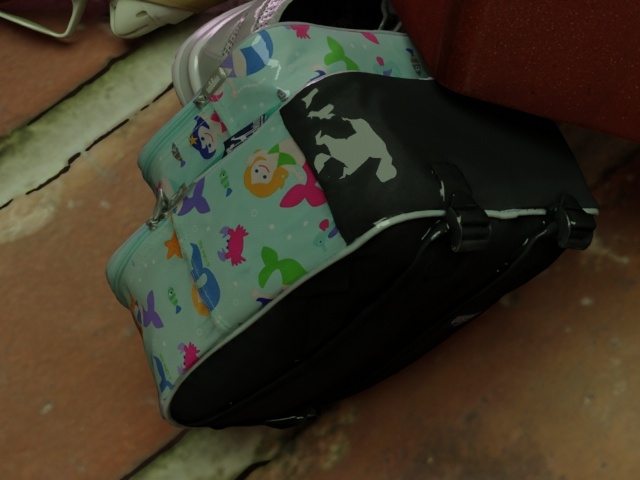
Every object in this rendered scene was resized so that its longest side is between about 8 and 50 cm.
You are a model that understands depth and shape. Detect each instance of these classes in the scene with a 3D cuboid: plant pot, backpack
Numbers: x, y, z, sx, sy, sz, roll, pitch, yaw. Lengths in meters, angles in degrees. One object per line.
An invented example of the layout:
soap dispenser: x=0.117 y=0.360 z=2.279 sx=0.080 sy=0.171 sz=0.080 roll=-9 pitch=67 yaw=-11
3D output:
plant pot: x=0.169 y=-0.199 z=0.816 sx=0.267 sy=0.235 sz=0.267 roll=13 pitch=26 yaw=-18
backpack: x=0.000 y=0.000 z=0.857 sx=0.225 sy=0.253 sz=0.191 roll=-4 pitch=55 yaw=-46

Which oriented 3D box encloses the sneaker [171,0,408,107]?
sneaker: x=0.038 y=-0.158 z=0.978 sx=0.281 sy=0.115 sz=0.105 roll=-42 pitch=112 yaw=-23

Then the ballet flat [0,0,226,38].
ballet flat: x=-0.160 y=-0.180 z=1.061 sx=0.232 sy=0.080 sz=0.073 roll=8 pitch=95 yaw=10
